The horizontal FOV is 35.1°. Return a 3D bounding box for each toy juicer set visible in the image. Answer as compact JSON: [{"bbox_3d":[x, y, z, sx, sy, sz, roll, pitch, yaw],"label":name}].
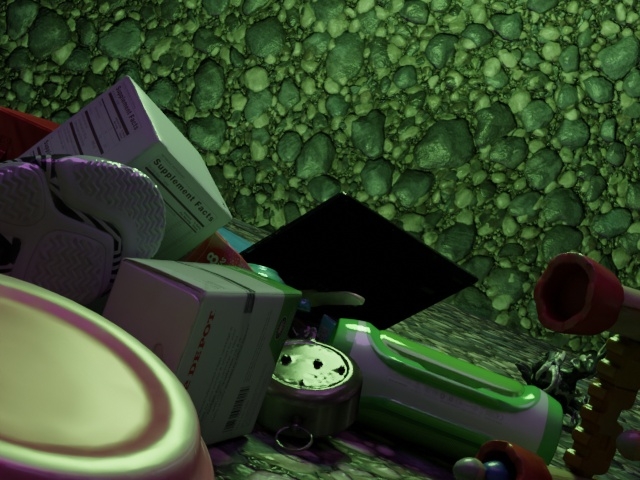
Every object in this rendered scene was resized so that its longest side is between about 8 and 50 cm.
[{"bbox_3d":[-0.118,0.093,1.651,0.329,0.089,0.209,16,-14,-16],"label":"toy juicer set"}]

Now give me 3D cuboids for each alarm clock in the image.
[{"bbox_3d":[-0.020,0.168,1.105,0.129,0.064,0.192,8,29,1],"label":"alarm clock"}]

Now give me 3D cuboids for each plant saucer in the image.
[{"bbox_3d":[-0.208,0.108,0.651,0.332,0.084,0.332,27,13,-7],"label":"plant saucer"}]

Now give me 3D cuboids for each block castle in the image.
[{"bbox_3d":[0.331,0.208,0.904,0.213,0.303,0.453,18,5,-30],"label":"block castle"}]

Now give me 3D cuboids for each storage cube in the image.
[{"bbox_3d":[-0.434,-0.088,1.649,0.193,0.183,0.215,24,4,13],"label":"storage cube"}]

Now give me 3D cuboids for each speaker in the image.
[{"bbox_3d":[0.143,0.199,1.258,0.296,0.131,0.131,21,5,-1],"label":"speaker"}]

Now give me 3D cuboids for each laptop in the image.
[{"bbox_3d":[0.000,0.000,1.860,0.382,0.408,0.236,30,42,-41],"label":"laptop"}]

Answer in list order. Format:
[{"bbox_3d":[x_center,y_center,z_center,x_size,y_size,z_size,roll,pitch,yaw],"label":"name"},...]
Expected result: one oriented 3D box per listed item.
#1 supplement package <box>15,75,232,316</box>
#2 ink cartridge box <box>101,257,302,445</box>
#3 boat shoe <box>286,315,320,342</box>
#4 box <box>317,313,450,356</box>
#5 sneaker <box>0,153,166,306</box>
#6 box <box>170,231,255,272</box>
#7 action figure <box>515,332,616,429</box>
[{"bbox_3d":[-0.238,-0.025,1.037,0.139,0.244,0.134,51,5,-44],"label":"supplement package"},{"bbox_3d":[-0.119,0.105,0.941,0.093,0.160,0.219,22,4,21],"label":"ink cartridge box"},{"bbox_3d":[-0.024,0.152,1.595,0.046,0.038,0.125,19,5,-25],"label":"boat shoe"},{"bbox_3d":[0.116,0.190,1.641,0.244,0.060,0.100,19,5,-28],"label":"box"},{"bbox_3d":[-0.332,-0.008,0.877,0.366,0.137,0.210,-17,22,-32],"label":"sneaker"},{"bbox_3d":[-0.199,0.039,1.181,0.300,0.142,0.154,26,-18,51],"label":"box"},{"bbox_3d":[0.437,0.254,1.741,0.164,0.276,0.141,44,40,-9],"label":"action figure"}]
